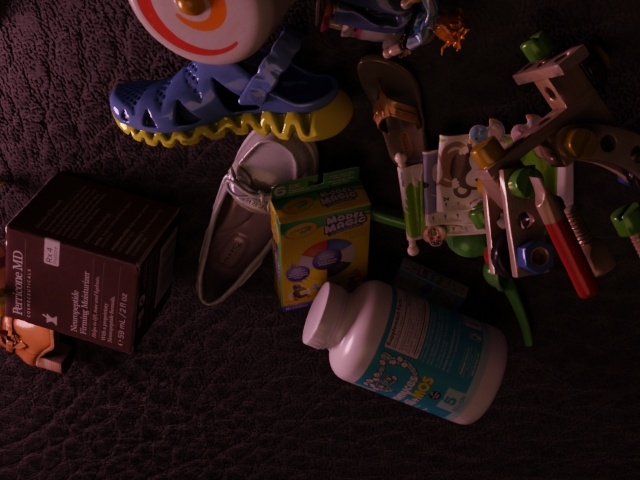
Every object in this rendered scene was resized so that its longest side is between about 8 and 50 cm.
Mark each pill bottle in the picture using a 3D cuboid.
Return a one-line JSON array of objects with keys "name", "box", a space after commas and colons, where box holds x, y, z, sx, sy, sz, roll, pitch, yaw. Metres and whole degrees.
[{"name": "pill bottle", "box": [0.113, 0.146, 1.652, 0.264, 0.146, 0.146, 22, 135, -10]}]

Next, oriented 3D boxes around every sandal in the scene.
[{"name": "sandal", "box": [0.094, -0.156, 1.510, 0.072, 0.049, 0.180, -3, 129, 23]}, {"name": "sandal", "box": [-0.121, -0.201, 1.516, 0.317, 0.126, 0.138, -4, 125, 14]}]

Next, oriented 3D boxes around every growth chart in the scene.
[{"name": "growth chart", "box": [0.210, -0.072, 1.524, 0.237, 0.021, 0.172, -8, 116, 16]}]

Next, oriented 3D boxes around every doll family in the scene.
[{"name": "doll family", "box": [0.094, -0.278, 1.333, 0.163, 0.118, 0.263, 12, 140, -3]}]

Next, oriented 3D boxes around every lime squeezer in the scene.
[{"name": "lime squeezer", "box": [0.209, 0.037, 1.625, 0.310, 0.059, 0.110, 38, 122, -15]}]

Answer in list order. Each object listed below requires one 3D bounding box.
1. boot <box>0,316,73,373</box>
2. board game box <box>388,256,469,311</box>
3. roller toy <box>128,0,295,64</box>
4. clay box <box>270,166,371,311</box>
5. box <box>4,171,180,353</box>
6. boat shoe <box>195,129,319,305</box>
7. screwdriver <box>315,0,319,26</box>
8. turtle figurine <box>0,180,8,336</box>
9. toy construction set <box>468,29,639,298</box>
[{"name": "boot", "box": [-0.489, 0.136, 1.985, 0.152, 0.073, 0.197, 20, 132, 9]}, {"name": "board game box", "box": [0.137, 0.102, 1.737, 0.103, 0.026, 0.154, 25, 134, -1]}, {"name": "roller toy", "box": [-0.121, -0.307, 1.382, 0.209, 0.146, 0.191, 12, 137, 19]}, {"name": "clay box", "box": [0.000, 0.000, 1.625, 0.127, 0.053, 0.222, -13, 142, -10]}, {"name": "box", "box": [-0.331, 0.031, 1.747, 0.203, 0.167, 0.168, 15, 125, 7]}, {"name": "boat shoe", "box": [-0.095, -0.034, 1.654, 0.118, 0.103, 0.320, 29, 133, -6]}, {"name": "screwdriver", "box": [0.002, -0.320, 1.399, 0.025, 0.024, 0.170, -10, 137, -6]}, {"name": "turtle figurine", "box": [-0.493, 0.023, 1.811, 0.087, 0.269, 0.217, -6, 100, 16]}, {"name": "toy construction set", "box": [0.255, -0.096, 1.333, 0.257, 0.309, 0.237, -25, 104, 14]}]
